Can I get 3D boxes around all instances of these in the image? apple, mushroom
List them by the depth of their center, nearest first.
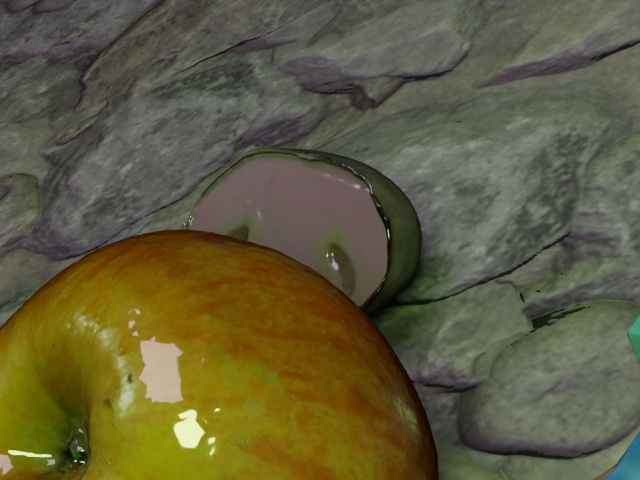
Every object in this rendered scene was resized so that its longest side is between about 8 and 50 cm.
[{"bbox_3d":[-0.082,0.126,0.925,0.302,0.301,0.301,-20,33,14],"label":"apple"},{"bbox_3d":[0.000,0.000,1.185,0.188,0.141,0.117,10,15,40],"label":"mushroom"}]

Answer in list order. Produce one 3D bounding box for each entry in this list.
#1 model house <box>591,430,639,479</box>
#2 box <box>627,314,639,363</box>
[{"bbox_3d":[0.147,0.183,0.474,0.251,0.295,0.329,-47,10,-21],"label":"model house"},{"bbox_3d":[0.317,0.003,0.994,0.162,0.041,0.229,9,49,44],"label":"box"}]
